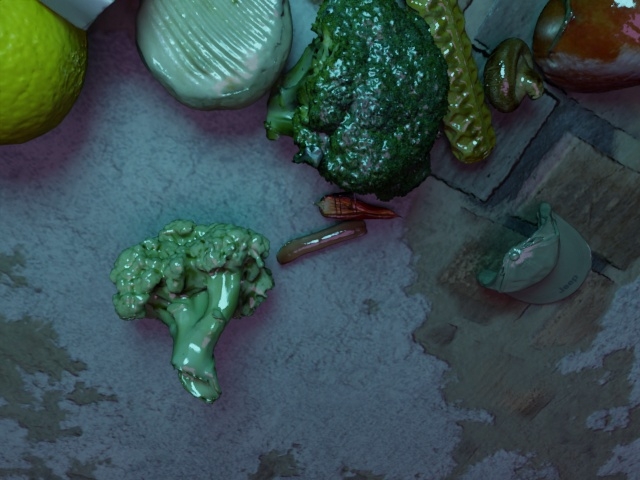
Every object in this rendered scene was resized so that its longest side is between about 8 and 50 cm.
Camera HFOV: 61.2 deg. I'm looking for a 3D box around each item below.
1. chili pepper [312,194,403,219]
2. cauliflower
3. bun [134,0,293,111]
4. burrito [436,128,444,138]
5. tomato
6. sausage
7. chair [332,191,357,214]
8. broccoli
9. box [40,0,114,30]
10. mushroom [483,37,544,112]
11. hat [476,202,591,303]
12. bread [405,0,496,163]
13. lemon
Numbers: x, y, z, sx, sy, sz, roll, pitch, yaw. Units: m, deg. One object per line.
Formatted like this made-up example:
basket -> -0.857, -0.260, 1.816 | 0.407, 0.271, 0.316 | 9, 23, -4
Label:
chili pepper -> 0.071, -0.059, 1.028 | 0.178, 0.027, 0.045 | 5, 93, -10
cauliflower -> -0.225, 0.089, 0.932 | 0.327, 0.281, 0.260 | -39, 113, 25
bun -> -0.152, -0.304, 0.794 | 0.239, 0.141, 0.239 | 0, 92, 8
burrito -> 0.133, -0.206, 0.951 | 0.171, 0.042, 0.051 | 19, 114, -20
tomato -> 0.510, -0.347, 0.845 | 0.309, 0.170, 0.309 | -2, 119, -4
sausage -> 0.000, 0.000, 1.049 | 0.186, 0.043, 0.043 | -20, 119, 3
chair -> 0.044, -0.090, 0.988 | 0.042, 0.037, 0.086 | -4, 100, -17
broccoli -> 0.055, -0.210, 0.804 | 0.283, 0.321, 0.304 | 1, 162, 36
box -> -0.278, -0.432, 0.625 | 0.200, 0.106, 0.299 | 34, 69, -33
mushroom -> 0.315, -0.271, 0.898 | 0.109, 0.126, 0.085 | 52, 143, -6
hat -> 0.455, 0.059, 1.091 | 0.245, 0.149, 0.214 | 30, 112, -10
bread -> 0.215, -0.289, 0.896 | 0.077, 0.084, 0.367 | -1, 128, 40
lemon -> -0.451, -0.262, 0.715 | 0.293, 0.293, 0.293 | -3, 119, -6
